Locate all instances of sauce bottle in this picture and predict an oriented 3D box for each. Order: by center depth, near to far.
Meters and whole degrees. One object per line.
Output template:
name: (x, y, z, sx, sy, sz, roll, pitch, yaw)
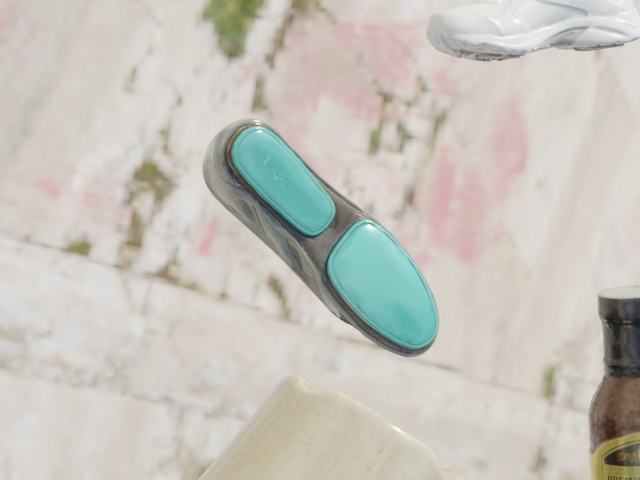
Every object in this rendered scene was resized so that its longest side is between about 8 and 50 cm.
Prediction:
sauce bottle: (0.320, 0.218, 1.982, 0.111, 0.111, 0.344, -19, 105, -57)

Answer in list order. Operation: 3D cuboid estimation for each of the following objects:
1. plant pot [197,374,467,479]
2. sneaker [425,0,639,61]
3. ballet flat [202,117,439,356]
plant pot: (-0.020, 0.312, 1.905, 0.305, 0.333, 0.334, -57, 145, -13)
sneaker: (0.205, -0.239, 1.967, 0.232, 0.090, 0.115, -8, 93, -24)
ballet flat: (0.000, 0.000, 1.414, 0.213, 0.068, 0.072, 47, 64, -8)
